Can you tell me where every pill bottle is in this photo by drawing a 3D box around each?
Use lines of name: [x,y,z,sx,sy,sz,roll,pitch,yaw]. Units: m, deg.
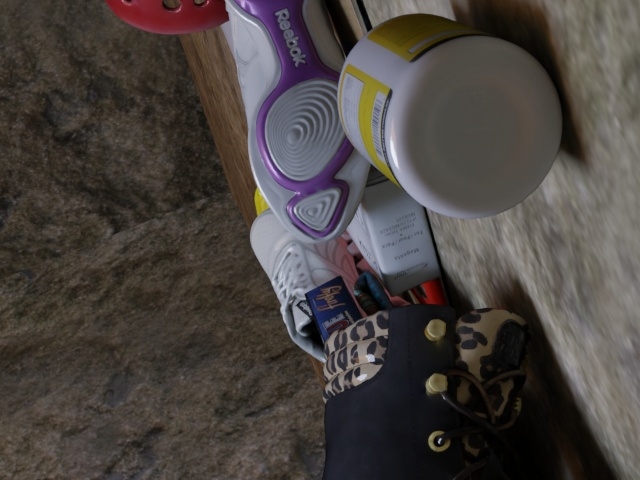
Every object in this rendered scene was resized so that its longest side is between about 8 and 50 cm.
pill bottle: [0.068,-0.082,0.849,0.184,0.103,0.103,-128,17,-71]

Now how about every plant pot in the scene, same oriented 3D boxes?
plant pot: [-0.162,-0.355,1.567,0.174,0.191,0.191,89,160,-49]

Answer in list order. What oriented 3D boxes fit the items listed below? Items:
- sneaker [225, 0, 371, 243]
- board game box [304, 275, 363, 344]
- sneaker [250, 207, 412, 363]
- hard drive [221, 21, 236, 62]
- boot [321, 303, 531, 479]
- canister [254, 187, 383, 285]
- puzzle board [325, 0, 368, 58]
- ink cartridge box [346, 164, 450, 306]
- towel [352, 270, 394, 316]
sneaker: [-0.016,-0.145,1.290,0.152,0.114,0.305,58,-159,-81]
board game box: [0.065,0.167,1.317,0.243,0.042,0.165,63,180,-19]
sneaker: [0.000,0.054,1.504,0.292,0.118,0.110,46,124,39]
hard drive: [-0.060,-0.185,1.901,0.233,0.047,0.353,-169,56,-83]
boot: [0.116,0.186,0.997,0.377,0.138,0.284,-19,59,48]
canister: [0.000,0.000,1.715,0.170,0.073,0.126,38,150,45]
puzzle board: [0.026,-0.197,1.261,0.128,0.011,0.096,-140,27,-79]
ink cartridge box: [0.053,-0.019,1.436,0.275,0.060,0.239,-122,13,-59]
towel: [0.142,0.229,1.325,0.370,0.040,0.271,60,-179,-38]
